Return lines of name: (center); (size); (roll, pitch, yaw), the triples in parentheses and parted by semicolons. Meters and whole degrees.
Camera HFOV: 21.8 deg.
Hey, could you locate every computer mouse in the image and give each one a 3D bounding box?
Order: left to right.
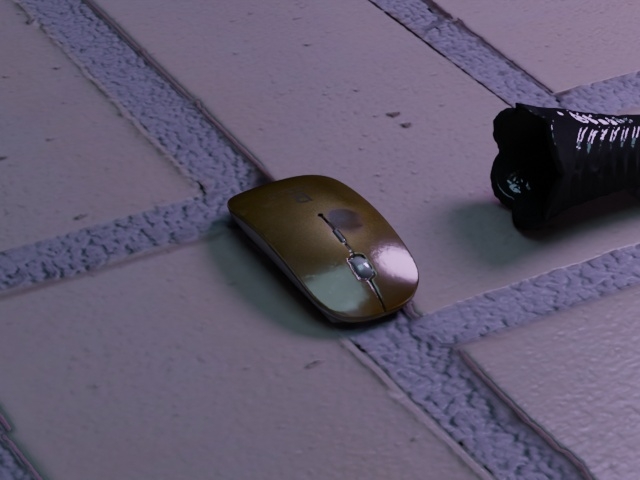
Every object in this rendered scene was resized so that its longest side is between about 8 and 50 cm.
computer mouse: (0.000, -0.002, 1.362); (0.102, 0.045, 0.199); (-17, 39, -24)

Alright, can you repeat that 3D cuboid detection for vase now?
vase: (0.276, -0.078, 1.457); (0.237, 0.115, 0.115); (-7, 35, -24)
